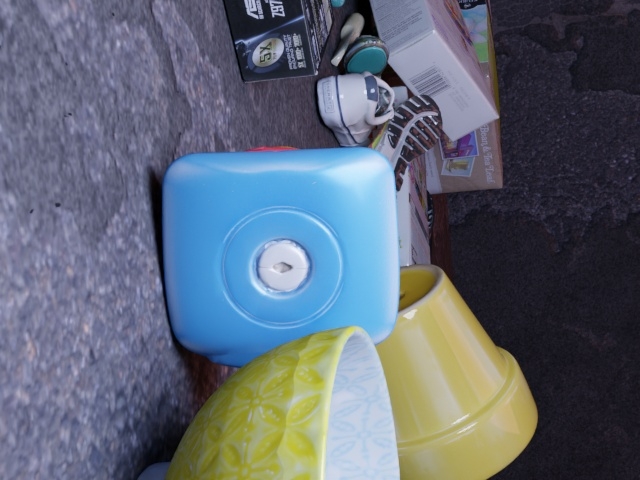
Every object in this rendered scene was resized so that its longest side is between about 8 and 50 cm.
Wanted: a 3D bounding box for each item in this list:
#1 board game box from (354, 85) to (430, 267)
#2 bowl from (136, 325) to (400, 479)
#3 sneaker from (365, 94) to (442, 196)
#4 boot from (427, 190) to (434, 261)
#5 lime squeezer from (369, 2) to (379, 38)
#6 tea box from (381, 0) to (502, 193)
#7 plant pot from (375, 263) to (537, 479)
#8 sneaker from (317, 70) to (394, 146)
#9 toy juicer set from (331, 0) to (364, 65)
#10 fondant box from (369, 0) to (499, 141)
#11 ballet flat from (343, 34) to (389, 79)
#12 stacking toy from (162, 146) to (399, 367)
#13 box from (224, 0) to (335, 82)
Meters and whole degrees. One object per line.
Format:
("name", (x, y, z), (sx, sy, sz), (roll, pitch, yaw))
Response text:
("board game box", (0.118, -0.065, 1.622), (0.224, 0.097, 0.303), (55, 33, -66))
("bowl", (-0.040, 0.205, 0.664), (0.289, 0.156, 0.289), (-4, 90, -77))
("sneaker", (0.102, -0.135, 1.482), (0.208, 0.081, 0.094), (-53, -162, -16))
("boot", (0.178, 0.042, 1.855), (0.207, 0.094, 0.246), (45, 49, -66))
("lime squeezer", (0.113, -0.413, 1.809), (0.110, 0.058, 0.310), (49, 39, -70))
("tea box", (0.260, -0.321, 2.066), (0.329, 0.220, 0.324), (71, 18, -49))
("plant pot", (0.133, 0.172, 1.318), (0.254, 0.254, 0.239), (-66, 135, -65))
("sneaker", (0.063, -0.186, 1.414), (0.258, 0.091, 0.094), (-16, 102, -79))
("toy juicer set", (0.055, -0.432, 1.504), (0.209, 0.089, 0.329), (-72, -178, -80))
("fondant box", (0.177, -0.363, 1.676), (0.238, 0.096, 0.330), (42, 29, -43))
("ballet flat", (0.065, -0.271, 1.481), (0.188, 0.070, 0.070), (107, -16, -71))
("stacking toy", (-0.036, -0.021, 0.852), (0.302, 0.175, 0.166), (-101, -171, -73))
("box", (-0.045, -0.271, 0.981), (0.147, 0.077, 0.180), (-77, 159, -54))
